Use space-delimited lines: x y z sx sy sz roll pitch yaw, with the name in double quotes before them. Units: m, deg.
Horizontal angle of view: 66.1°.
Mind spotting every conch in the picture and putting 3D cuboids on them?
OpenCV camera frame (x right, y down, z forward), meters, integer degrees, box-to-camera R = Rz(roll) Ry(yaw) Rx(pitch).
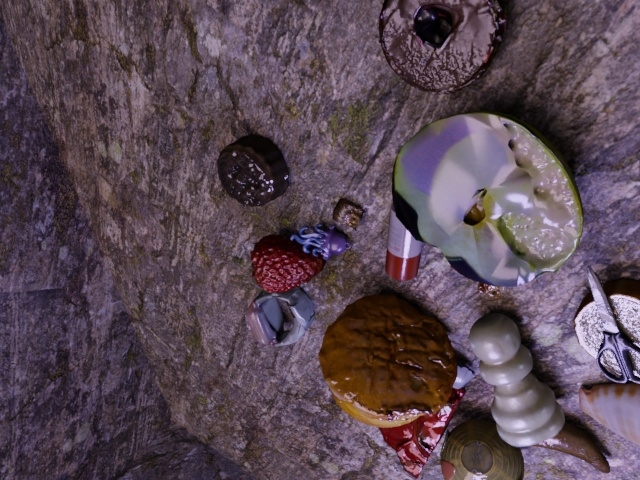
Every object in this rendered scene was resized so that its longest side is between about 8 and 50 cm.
"conch" 0.738 0.424 1.154 0.255 0.127 0.158 -12 112 47

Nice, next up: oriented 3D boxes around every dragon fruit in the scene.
"dragon fruit" 0.291 0.555 1.587 0.286 0.228 0.329 38 141 15

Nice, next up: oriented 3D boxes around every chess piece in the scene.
"chess piece" 0.495 0.349 1.294 0.182 0.182 0.331 -16 103 47

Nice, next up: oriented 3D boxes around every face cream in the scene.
"face cream" 0.227 -0.001 1.315 0.095 0.096 0.214 24 134 28

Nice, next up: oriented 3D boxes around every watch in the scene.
"watch" -0.134 0.276 1.838 0.241 0.162 0.254 -2 122 29

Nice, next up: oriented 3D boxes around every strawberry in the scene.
"strawberry" -0.101 0.077 1.619 0.244 0.205 0.205 -3 120 17

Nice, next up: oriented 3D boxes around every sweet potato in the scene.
"sweet potato" 0.634 0.540 1.365 0.309 0.098 0.124 11 149 34

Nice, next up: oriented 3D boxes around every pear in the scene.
"pear" 0.367 -0.108 1.049 0.398 0.165 0.399 24 134 27

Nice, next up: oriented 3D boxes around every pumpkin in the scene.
"pumpkin" 0.087 -0.077 1.434 0.101 0.035 0.073 32 126 25

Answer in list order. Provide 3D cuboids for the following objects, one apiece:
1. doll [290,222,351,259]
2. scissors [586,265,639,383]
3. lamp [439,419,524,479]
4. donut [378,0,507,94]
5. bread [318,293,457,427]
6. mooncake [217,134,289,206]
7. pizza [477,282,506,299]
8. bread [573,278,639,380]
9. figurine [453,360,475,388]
"doll" 0.000 0.000 1.529 0.205 0.067 0.110 11 101 21
"scissors" 0.620 0.183 1.053 0.109 0.022 0.300 -14 108 45
"lamp" 0.494 0.681 1.507 0.250 0.250 0.284 18 162 32
"donut" 0.239 -0.425 0.972 0.269 0.103 0.270 22 132 26
"bread" 0.191 0.358 1.437 0.398 0.398 0.215 34 149 18
"mooncake" -0.214 -0.211 1.533 0.228 0.124 0.228 22 132 27
"pizza" 0.413 0.071 1.220 0.154 0.069 0.194 -3 117 42
"bread" 0.681 0.196 1.075 0.236 0.070 0.236 25 134 28
"figurine" 0.417 0.399 1.480 0.094 0.082 0.086 8 112 8
